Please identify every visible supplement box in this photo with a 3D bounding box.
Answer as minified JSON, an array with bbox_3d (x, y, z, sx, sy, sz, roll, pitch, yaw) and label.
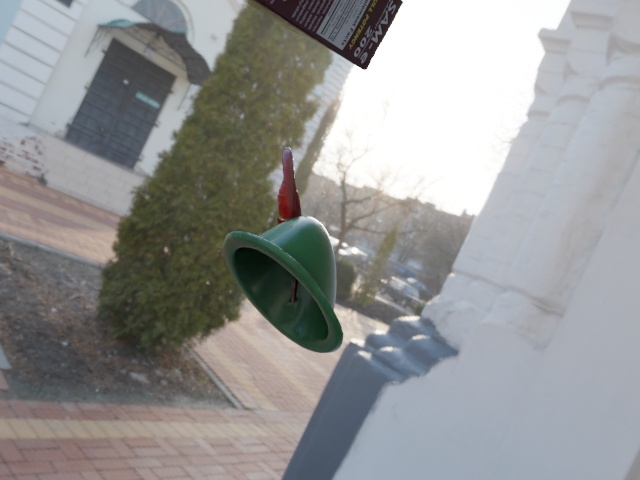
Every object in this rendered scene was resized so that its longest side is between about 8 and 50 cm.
[{"bbox_3d":[-0.055,-0.232,0.455,0.239,0.073,0.130,14,22,-49],"label":"supplement box"}]

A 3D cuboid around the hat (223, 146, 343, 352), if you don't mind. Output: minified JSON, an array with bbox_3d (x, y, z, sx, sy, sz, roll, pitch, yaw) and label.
[{"bbox_3d":[0.000,0.000,0.692,0.173,0.183,0.208,-11,-61,55],"label":"hat"}]
